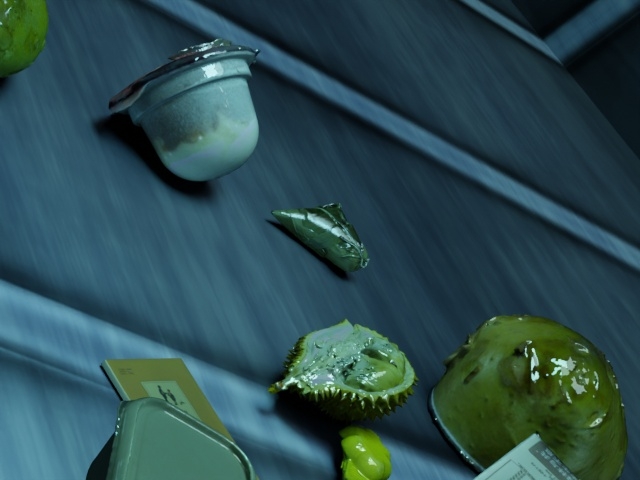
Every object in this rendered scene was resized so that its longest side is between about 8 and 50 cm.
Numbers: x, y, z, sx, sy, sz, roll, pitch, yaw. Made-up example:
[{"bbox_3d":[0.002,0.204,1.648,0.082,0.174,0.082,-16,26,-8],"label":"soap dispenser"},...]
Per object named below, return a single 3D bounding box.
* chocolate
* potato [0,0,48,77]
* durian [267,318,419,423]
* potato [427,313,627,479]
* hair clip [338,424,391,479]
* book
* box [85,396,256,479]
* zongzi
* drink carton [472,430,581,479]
[{"bbox_3d":[-0.157,-0.152,2.012,0.221,0.221,0.147,0,65,-57],"label":"chocolate"},{"bbox_3d":[-0.408,-0.277,1.849,0.186,0.148,0.253,32,25,-16],"label":"potato"},{"bbox_3d":[0.021,0.165,1.787,0.208,0.102,0.146,-7,31,-46],"label":"durian"},{"bbox_3d":[0.310,0.212,2.041,0.300,0.196,0.246,16,35,-49],"label":"potato"},{"bbox_3d":[0.043,0.254,1.730,0.072,0.046,0.173,42,21,-7],"label":"hair clip"},{"bbox_3d":[-0.142,0.188,1.601,0.118,0.012,0.172,6,41,-53],"label":"book"},{"bbox_3d":[-0.155,0.268,1.223,0.138,0.178,0.274,34,23,-16],"label":"box"},{"bbox_3d":[0.000,0.000,2.119,0.119,0.055,0.109,-2,48,-43],"label":"zongzi"},{"bbox_3d":[0.150,0.333,1.563,0.132,0.194,0.324,45,24,14],"label":"drink carton"}]
